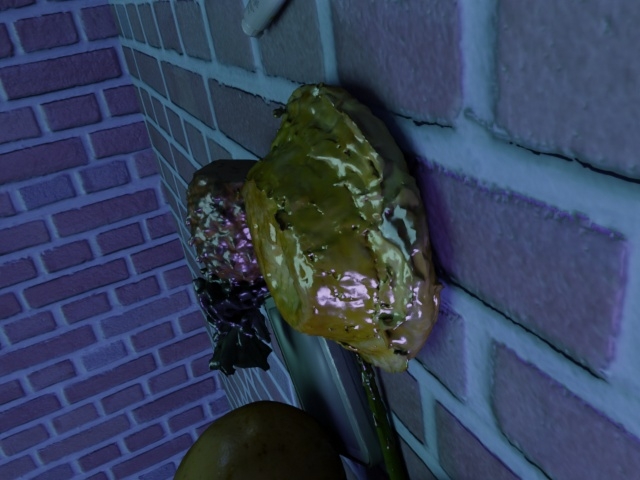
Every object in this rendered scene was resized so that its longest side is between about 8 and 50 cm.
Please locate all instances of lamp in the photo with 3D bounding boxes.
[{"bbox_3d":[-0.004,0.193,0.816,0.269,0.047,0.266,69,161,4],"label":"lamp"}]

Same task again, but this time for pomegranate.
[{"bbox_3d":[-0.086,0.373,0.761,0.307,0.307,0.307,53,154,40],"label":"pomegranate"}]

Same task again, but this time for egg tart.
[{"bbox_3d":[0.000,0.000,0.526,0.295,0.116,0.295,49,150,41],"label":"egg tart"}]

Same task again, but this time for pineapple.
[{"bbox_3d":[-0.104,0.044,0.749,0.170,0.141,0.310,-55,-29,-61],"label":"pineapple"}]

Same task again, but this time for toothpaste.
[{"bbox_3d":[-0.044,-0.252,0.531,0.190,0.031,0.048,-12,94,67],"label":"toothpaste"}]

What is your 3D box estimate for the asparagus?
[{"bbox_3d":[0.076,0.220,0.665,0.024,0.025,0.249,-118,13,-78],"label":"asparagus"}]
